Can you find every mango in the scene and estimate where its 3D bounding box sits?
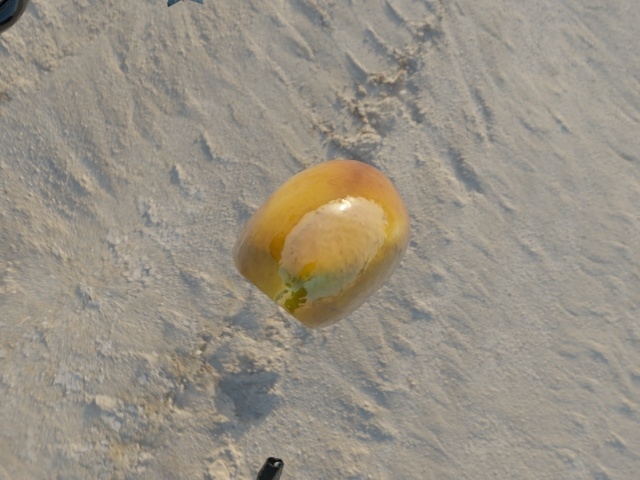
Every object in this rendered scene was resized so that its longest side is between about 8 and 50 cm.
[{"bbox_3d":[0.000,0.000,0.631,0.201,0.350,0.198,14,98,6],"label":"mango"}]

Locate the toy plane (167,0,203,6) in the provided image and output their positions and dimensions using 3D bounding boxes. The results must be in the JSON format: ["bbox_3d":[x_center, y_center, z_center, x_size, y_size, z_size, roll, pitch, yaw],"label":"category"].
[{"bbox_3d":[-0.145,-0.279,0.542,0.079,0.031,0.083,-18,104,-27],"label":"toy plane"}]

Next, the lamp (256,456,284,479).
[{"bbox_3d":[-0.015,0.275,0.407,0.172,0.228,0.146,-1,106,-54],"label":"lamp"}]

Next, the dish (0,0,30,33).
[{"bbox_3d":[-0.299,-0.243,0.423,0.134,0.273,0.273,35,72,8],"label":"dish"}]
